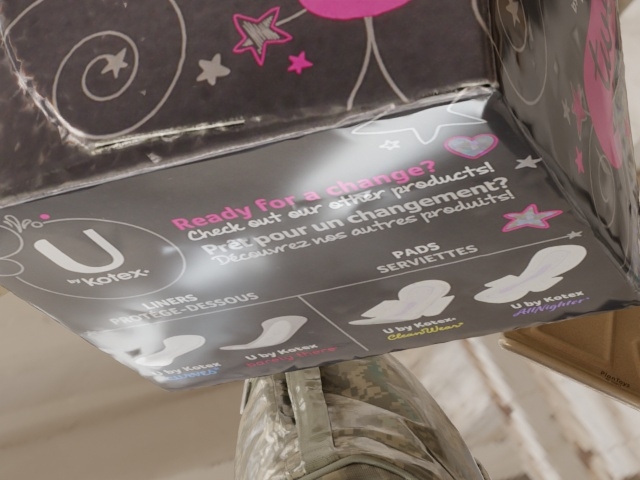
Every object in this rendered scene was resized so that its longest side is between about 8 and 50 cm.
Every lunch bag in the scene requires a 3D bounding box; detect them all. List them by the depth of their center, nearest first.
[{"bbox_3d":[0.036,0.222,1.313,0.305,0.213,0.256,-103,-9,-74],"label":"lunch bag"}]

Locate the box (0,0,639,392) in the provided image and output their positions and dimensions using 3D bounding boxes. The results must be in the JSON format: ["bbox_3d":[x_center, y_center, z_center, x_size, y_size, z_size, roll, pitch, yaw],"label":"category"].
[{"bbox_3d":[-0.008,-0.103,0.493,0.142,0.163,0.247,41,-138,-57],"label":"box"}]

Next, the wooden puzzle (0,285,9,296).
[{"bbox_3d":[-0.272,0.050,0.566,0.080,0.348,0.322,66,-171,23],"label":"wooden puzzle"}]

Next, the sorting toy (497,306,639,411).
[{"bbox_3d":[0.265,0.064,1.419,0.193,0.038,0.208,25,-132,10],"label":"sorting toy"}]
